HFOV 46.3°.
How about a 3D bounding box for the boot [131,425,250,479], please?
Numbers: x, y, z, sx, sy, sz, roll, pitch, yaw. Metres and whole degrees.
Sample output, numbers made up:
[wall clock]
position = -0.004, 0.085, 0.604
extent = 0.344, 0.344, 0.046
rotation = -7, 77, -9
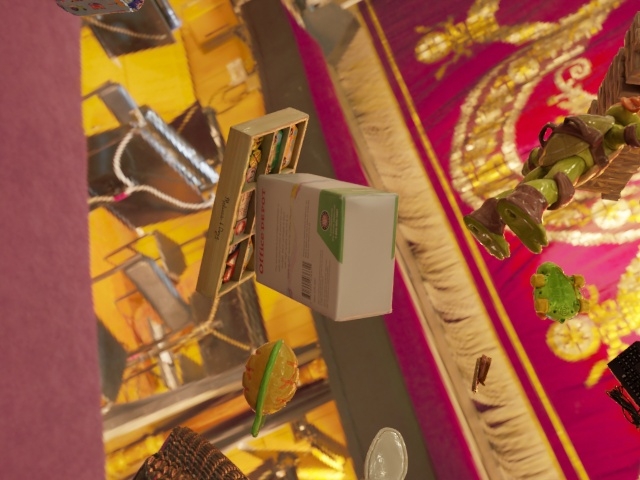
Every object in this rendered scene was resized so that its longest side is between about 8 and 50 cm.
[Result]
[boot]
position = -0.210, 0.349, 0.885
extent = 0.118, 0.222, 0.338
rotation = 36, -3, 13

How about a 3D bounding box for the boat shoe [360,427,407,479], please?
[boat shoe]
position = 0.126, 0.516, 1.535
extent = 0.079, 0.095, 0.254
rotation = 110, -14, -58

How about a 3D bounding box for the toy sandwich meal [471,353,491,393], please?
[toy sandwich meal]
position = 0.323, 0.269, 1.501
extent = 0.085, 0.029, 0.085
rotation = 9, 90, -75

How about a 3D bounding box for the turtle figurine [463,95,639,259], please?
[turtle figurine]
position = 0.249, -0.076, 0.712
extent = 0.087, 0.217, 0.269
rotation = 57, -19, -16

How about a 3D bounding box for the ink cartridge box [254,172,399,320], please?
[ink cartridge box]
position = 0.000, 0.000, 0.972
extent = 0.212, 0.093, 0.154
rotation = 17, -71, 54

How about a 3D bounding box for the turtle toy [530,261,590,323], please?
[turtle toy]
position = 0.411, 0.090, 1.310
extent = 0.066, 0.095, 0.130
rotation = 93, -1, -56

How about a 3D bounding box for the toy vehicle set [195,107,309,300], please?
[toy vehicle set]
position = -0.101, -0.056, 1.107
extent = 0.035, 0.267, 0.166
rotation = 26, 29, 18

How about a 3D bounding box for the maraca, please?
[maraca]
position = -0.094, 0.264, 1.342
extent = 0.127, 0.099, 0.185
rotation = -46, 152, -70

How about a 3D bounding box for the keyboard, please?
[keyboard]
position = 0.497, 0.238, 1.142
extent = 0.038, 0.100, 0.192
rotation = 31, 20, -28

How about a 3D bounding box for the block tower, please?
[block tower]
position = 0.463, -0.188, 1.136
extent = 0.335, 0.097, 0.091
rotation = 88, 13, -61

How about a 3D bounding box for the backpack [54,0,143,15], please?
[backpack]
position = -0.313, -0.372, 0.943
extent = 0.173, 0.158, 0.117
rotation = 29, 65, -73
